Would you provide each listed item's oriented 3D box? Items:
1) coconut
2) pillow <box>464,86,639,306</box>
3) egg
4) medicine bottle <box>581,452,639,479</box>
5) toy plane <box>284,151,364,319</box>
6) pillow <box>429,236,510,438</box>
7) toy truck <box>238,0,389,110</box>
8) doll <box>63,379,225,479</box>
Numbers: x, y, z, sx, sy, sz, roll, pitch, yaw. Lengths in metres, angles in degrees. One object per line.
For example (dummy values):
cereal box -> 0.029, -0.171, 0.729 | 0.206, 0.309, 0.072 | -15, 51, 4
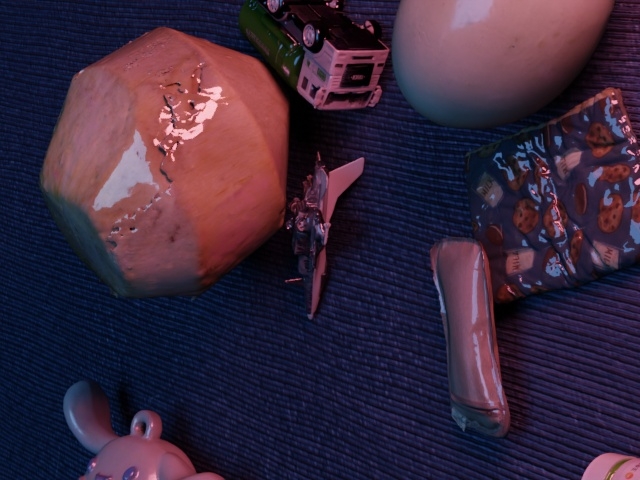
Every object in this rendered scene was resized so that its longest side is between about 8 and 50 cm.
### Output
coconut -> -0.180, -0.104, 2.042 | 0.352, 0.353, 0.352 | 2, 92, 51
pillow -> 0.254, -0.040, 1.724 | 0.255, 0.034, 0.189 | -22, 76, 48
egg -> 0.189, -0.234, 1.661 | 0.282, 0.203, 0.203 | -46, 56, 35
medicine bottle -> 0.350, 0.265, 1.565 | 0.183, 0.086, 0.086 | 5, 95, 51
toy plane -> -0.014, -0.008, 2.022 | 0.160, 0.082, 0.234 | -110, 35, -64
pillow -> 0.168, 0.109, 1.803 | 0.131, 0.038, 0.232 | -171, 72, -67
toy truck -> -0.018, -0.254, 2.005 | 0.242, 0.101, 0.125 | 48, 131, 43
doll -> -0.296, 0.421, 2.300 | 0.376, 0.187, 0.365 | -147, 70, -66
